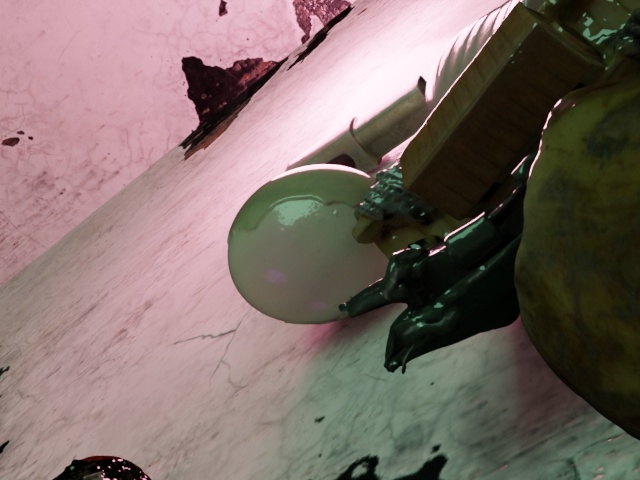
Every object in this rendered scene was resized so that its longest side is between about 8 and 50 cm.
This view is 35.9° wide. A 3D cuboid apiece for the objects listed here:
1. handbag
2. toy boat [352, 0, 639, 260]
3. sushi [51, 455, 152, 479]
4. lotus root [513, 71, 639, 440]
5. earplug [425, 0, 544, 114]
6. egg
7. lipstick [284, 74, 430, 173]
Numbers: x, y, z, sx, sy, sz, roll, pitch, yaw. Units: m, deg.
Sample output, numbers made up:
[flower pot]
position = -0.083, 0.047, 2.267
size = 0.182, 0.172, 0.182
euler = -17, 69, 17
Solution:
[handbag]
position = 0.167, -0.013, 0.759
size = 0.247, 0.079, 0.260
euler = -45, -17, 28
[toy boat]
position = 0.183, -0.131, 0.893
size = 0.445, 0.162, 0.136
euler = -51, 58, 23
[sushi]
position = -0.263, 0.325, 1.039
size = 0.225, 0.136, 0.126
euler = -36, 11, 34
[lotus root]
position = 0.265, 0.018, 0.477
size = 0.250, 0.250, 0.346
euler = -45, 19, -5
[earplug]
position = 0.228, -0.193, 1.146
size = 0.185, 0.185, 0.324
euler = -50, 12, -18
[egg]
position = 0.000, 0.000, 1.123
size = 0.217, 0.183, 0.183
euler = -36, 17, 49
[lipstick]
position = 0.066, -0.147, 1.480
size = 0.253, 0.079, 0.077
euler = -33, 20, 24
